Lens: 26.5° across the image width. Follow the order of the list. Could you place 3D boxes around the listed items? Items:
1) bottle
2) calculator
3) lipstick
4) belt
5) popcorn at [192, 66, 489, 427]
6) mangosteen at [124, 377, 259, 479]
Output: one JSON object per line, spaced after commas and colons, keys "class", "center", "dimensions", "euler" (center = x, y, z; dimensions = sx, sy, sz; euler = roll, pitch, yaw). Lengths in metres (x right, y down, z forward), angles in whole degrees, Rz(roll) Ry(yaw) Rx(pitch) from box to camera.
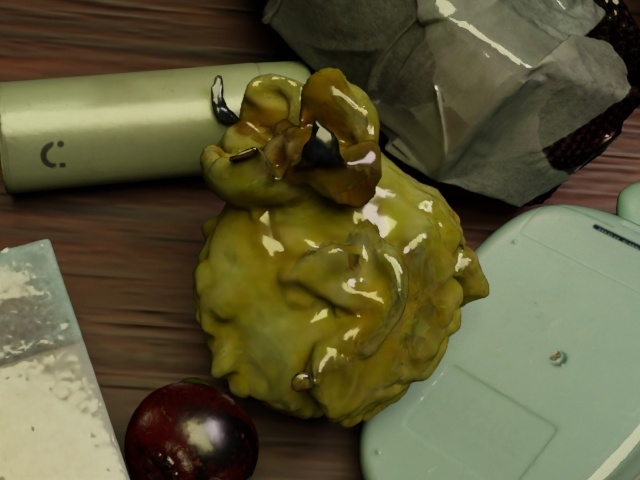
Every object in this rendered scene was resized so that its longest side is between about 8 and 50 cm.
{"class": "bottle", "center": [-0.105, -0.075, 0.880], "dimensions": [0.201, 0.072, 0.072], "euler": [-6, 69, -10]}
{"class": "calculator", "center": [0.145, 0.067, 0.832], "dimensions": [0.184, 0.042, 0.295], "euler": [29, 69, 37]}
{"class": "lipstick", "center": [-0.132, 0.184, 0.767], "dimensions": [0.076, 0.080, 0.372], "euler": [-17, 72, -15]}
{"class": "belt", "center": [0.085, -0.166, 0.875], "dimensions": [0.289, 0.164, 0.184], "euler": [48, 43, 10]}
{"class": "popcorn", "center": [-0.008, 0.007, 0.802], "dimensions": [0.168, 0.173, 0.195], "euler": [-33, 112, 11]}
{"class": "mangosteen", "center": [-0.074, 0.121, 0.803], "dimensions": [0.081, 0.081, 0.081], "euler": [3, 68, -7]}
